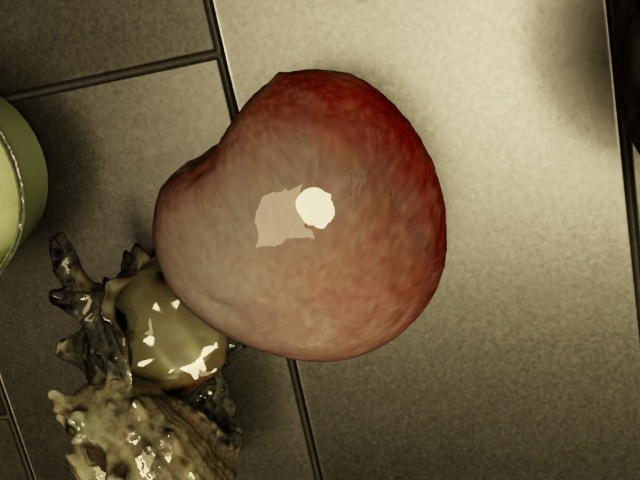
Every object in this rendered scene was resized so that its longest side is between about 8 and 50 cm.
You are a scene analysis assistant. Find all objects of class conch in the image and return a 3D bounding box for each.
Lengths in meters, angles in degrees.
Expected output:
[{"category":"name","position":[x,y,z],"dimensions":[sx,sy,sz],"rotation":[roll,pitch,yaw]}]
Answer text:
[{"category":"conch","position":[-0.160,0.143,0.667],"dimensions":[0.186,0.240,0.313],"rotation":[-2,94,-3]}]

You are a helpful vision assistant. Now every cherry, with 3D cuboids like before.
[{"category":"cherry","position":[-0.005,-0.004,0.607],"dimensions":[0.239,0.206,0.240],"rotation":[0,95,5]}]

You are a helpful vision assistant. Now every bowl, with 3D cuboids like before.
[{"category":"bowl","position":[-0.345,-0.059,0.700],"dimensions":[0.211,0.112,0.212],"rotation":[3,108,9]}]

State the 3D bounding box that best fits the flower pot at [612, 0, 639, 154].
[{"category":"flower pot","position":[0.312,-0.134,0.478],"dimensions":[0.266,0.267,0.267],"rotation":[3,108,11]}]
